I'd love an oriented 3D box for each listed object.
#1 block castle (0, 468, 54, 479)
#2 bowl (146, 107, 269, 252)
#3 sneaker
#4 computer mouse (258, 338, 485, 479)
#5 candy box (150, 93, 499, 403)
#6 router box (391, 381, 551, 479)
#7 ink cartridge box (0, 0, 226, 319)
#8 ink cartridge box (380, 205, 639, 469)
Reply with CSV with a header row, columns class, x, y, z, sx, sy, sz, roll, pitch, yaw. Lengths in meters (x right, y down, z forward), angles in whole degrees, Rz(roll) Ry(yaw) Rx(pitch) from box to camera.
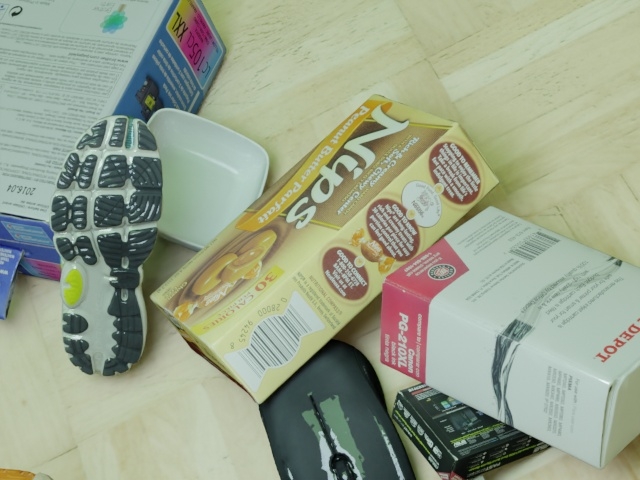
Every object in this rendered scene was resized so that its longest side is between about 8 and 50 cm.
class,x,y,z,sx,sy,sz,roll,pitch,yaw
block castle,-0.347,0.365,1.288,0.453,0.212,0.303,2,52,5
bowl,-0.135,-0.055,1.661,0.142,0.053,0.142,23,66,-2
sneaker,-0.216,-0.002,1.564,0.107,0.275,0.110,6,25,-9
computer mouse,0.022,0.186,1.451,0.188,0.072,0.272,-30,52,1
candy box,0.000,0.000,1.534,0.316,0.087,0.183,-42,27,-9
router box,0.139,0.160,1.410,0.122,0.038,0.092,-15,47,-28
ink cartridge box,-0.311,-0.110,1.729,0.270,0.151,0.395,11,61,28
ink cartridge box,0.197,0.080,1.395,0.237,0.100,0.172,25,39,32
